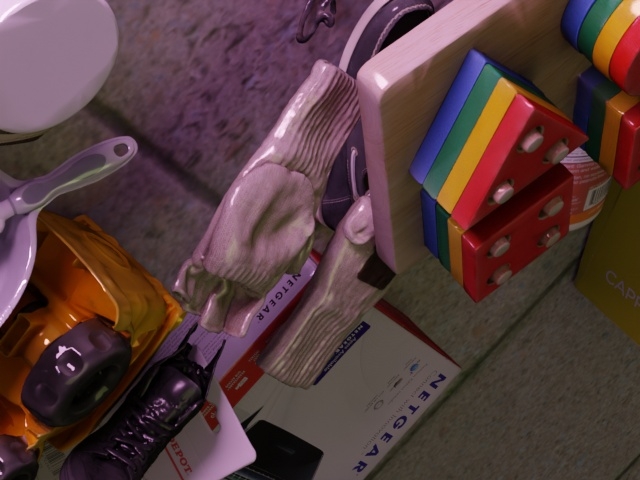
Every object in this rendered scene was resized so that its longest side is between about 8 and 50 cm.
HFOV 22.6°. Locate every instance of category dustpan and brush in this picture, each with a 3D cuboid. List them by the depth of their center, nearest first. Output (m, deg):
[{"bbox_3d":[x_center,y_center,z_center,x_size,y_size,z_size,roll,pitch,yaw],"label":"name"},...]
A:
[{"bbox_3d":[-0.209,-0.011,0.988,0.211,0.147,0.060,-29,-179,-26],"label":"dustpan and brush"}]

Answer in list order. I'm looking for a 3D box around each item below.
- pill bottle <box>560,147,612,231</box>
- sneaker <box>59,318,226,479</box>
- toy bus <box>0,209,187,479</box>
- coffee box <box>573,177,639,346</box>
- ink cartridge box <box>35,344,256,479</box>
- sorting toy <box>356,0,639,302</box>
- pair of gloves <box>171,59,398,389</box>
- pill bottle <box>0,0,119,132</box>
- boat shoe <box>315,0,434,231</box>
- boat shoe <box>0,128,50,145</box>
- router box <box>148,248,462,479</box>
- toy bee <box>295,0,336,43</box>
[{"bbox_3d":[0.200,-0.121,1.337,0.121,0.121,0.216,-23,140,-31],"label":"pill bottle"},{"bbox_3d":[-0.119,0.122,1.108,0.089,0.051,0.170,-50,-178,23],"label":"sneaker"},{"bbox_3d":[-0.201,0.085,1.120,0.220,0.149,0.211,-52,163,11],"label":"toy bus"},{"bbox_3d":[0.509,-0.025,1.578,0.334,0.337,0.338,-20,140,-32],"label":"coffee box"},{"bbox_3d":[-0.143,0.161,1.213,0.180,0.104,0.060,-29,176,5],"label":"ink cartridge box"},{"bbox_3d":[0.159,-0.089,1.094,0.257,0.089,0.255,-36,155,-13],"label":"sorting toy"},{"bbox_3d":[0.000,0.000,1.161,0.204,0.042,0.240,-55,147,-6],"label":"pair of gloves"},{"bbox_3d":[-0.188,-0.140,0.833,0.112,0.187,0.112,-29,143,-25],"label":"pill bottle"},{"bbox_3d":[0.056,-0.091,1.253,0.084,0.079,0.233,-17,135,-34],"label":"boat shoe"},{"bbox_3d":[-0.266,-0.083,0.918,0.095,0.095,0.257,-38,155,33],"label":"boat shoe"},{"bbox_3d":[-0.066,0.169,1.387,0.335,0.082,0.301,-49,146,4],"label":"router box"},{"bbox_3d":[0.128,-0.243,1.102,0.162,0.195,0.298,25,139,-12],"label":"toy bee"}]
